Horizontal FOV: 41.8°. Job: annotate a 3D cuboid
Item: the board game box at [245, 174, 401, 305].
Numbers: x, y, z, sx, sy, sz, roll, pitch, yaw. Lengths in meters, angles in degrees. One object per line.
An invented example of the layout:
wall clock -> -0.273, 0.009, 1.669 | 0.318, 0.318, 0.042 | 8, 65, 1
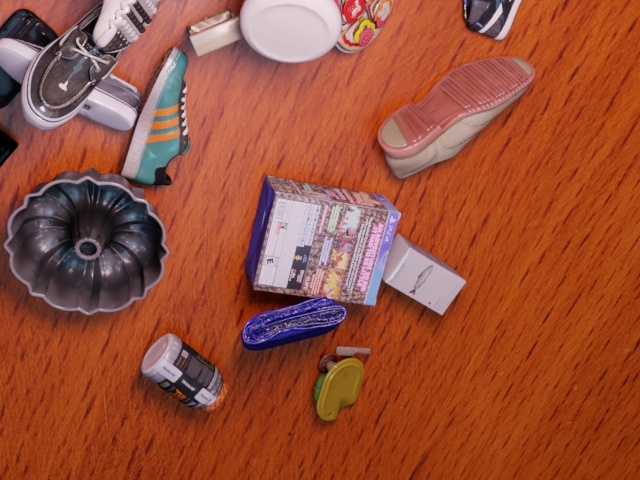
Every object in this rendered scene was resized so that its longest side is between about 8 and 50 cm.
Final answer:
board game box -> 0.000, 0.000, 1.895 | 0.291, 0.141, 0.232 | 9, 108, -17

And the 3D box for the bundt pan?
bundt pan -> -0.485, -0.012, 1.769 | 0.331, 0.124, 0.330 | -4, 121, -6

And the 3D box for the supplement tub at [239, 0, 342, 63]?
supplement tub -> -0.050, -0.494, 1.599 | 0.191, 0.272, 0.191 | 2, 150, 1

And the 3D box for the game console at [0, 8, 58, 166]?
game console -> -0.658, -0.290, 1.668 | 0.361, 0.044, 0.213 | -49, 127, -1

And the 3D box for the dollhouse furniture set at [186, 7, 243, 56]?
dollhouse furniture set -> -0.244, -0.501, 1.633 | 0.212, 0.161, 0.242 | -24, 114, -3

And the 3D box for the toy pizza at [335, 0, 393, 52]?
toy pizza -> 0.095, -0.480, 1.731 | 0.201, 0.032, 0.201 | -36, 144, -32

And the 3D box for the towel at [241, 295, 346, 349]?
towel -> -0.069, 0.186, 1.882 | 0.228, 0.308, 0.076 | -13, 81, -7

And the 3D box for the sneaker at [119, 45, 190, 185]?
sneaker -> -0.318, -0.252, 1.748 | 0.121, 0.108, 0.302 | 17, 114, -20

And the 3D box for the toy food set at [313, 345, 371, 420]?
toy food set -> 0.038, 0.338, 2.083 | 0.128, 0.071, 0.217 | 1, 115, -39

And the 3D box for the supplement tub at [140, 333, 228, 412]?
supplement tub -> -0.314, 0.313, 1.955 | 0.117, 0.117, 0.190 | -45, 113, 6

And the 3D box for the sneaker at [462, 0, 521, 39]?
sneaker -> 0.378, -0.551, 1.806 | 0.121, 0.079, 0.216 | 12, 109, -19

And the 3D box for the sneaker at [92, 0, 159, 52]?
sneaker -> -0.350, -0.477, 1.534 | 0.118, 0.110, 0.292 | 23, 78, 6

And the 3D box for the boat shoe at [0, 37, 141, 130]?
boat shoe -> -0.493, -0.331, 1.665 | 0.301, 0.108, 0.102 | 26, 64, -28

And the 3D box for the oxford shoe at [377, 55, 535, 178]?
oxford shoe -> 0.307, -0.281, 1.890 | 0.397, 0.140, 0.146 | -29, 145, -6

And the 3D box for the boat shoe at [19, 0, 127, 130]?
boat shoe -> -0.444, -0.352, 1.567 | 0.121, 0.119, 0.335 | 40, 55, -27

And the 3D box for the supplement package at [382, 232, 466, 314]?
supplement package -> 0.237, 0.080, 2.003 | 0.179, 0.105, 0.105 | 29, 102, -21
